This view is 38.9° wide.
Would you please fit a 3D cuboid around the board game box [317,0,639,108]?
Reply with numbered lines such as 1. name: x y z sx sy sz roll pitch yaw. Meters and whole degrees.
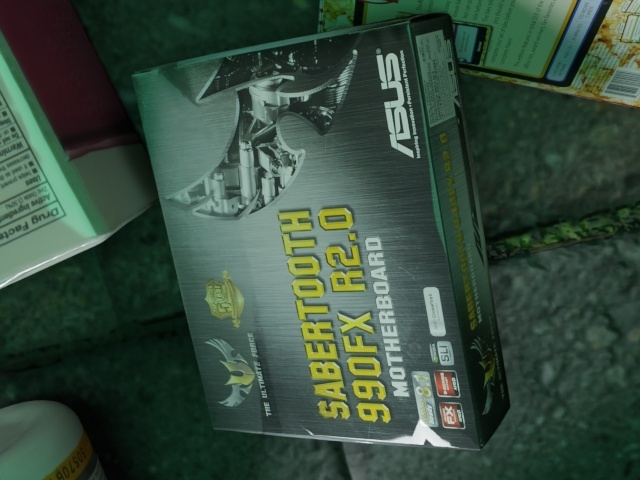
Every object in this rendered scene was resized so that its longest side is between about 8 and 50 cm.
1. board game box: 0.097 -0.141 0.465 0.194 0.146 0.045 12 66 3

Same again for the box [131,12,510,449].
1. box: 0.000 0.000 0.521 0.183 0.056 0.231 -2 105 31

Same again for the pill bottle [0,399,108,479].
1. pill bottle: -0.182 0.259 0.585 0.162 0.162 0.278 -19 101 11

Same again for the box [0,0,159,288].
1. box: -0.216 -0.089 0.520 0.149 0.127 0.232 -23 101 11
